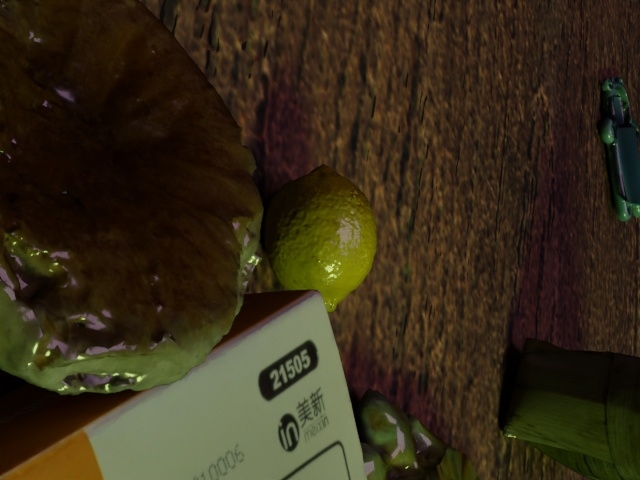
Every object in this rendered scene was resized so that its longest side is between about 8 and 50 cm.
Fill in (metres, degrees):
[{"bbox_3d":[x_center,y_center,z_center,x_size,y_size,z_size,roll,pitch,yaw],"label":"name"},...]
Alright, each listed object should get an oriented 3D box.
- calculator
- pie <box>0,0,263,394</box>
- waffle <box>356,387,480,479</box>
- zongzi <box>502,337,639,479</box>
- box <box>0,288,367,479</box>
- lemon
[{"bbox_3d":[0.294,-0.090,1.165,0.094,0.019,0.141,-9,91,-58],"label":"calculator"},{"bbox_3d":[-0.097,-0.036,0.455,0.195,0.046,0.195,31,40,-30],"label":"pie"},{"bbox_3d":[0.061,0.214,0.718,0.223,0.054,0.204,46,49,-45],"label":"waffle"},{"bbox_3d":[0.269,0.157,0.921,0.204,0.204,0.094,43,61,-51],"label":"zongzi"},{"bbox_3d":[-0.075,0.160,0.479,0.274,0.091,0.221,-31,110,-55],"label":"box"},{"bbox_3d":[0.000,0.000,0.649,0.062,0.062,0.083,8,83,-57],"label":"lemon"}]
